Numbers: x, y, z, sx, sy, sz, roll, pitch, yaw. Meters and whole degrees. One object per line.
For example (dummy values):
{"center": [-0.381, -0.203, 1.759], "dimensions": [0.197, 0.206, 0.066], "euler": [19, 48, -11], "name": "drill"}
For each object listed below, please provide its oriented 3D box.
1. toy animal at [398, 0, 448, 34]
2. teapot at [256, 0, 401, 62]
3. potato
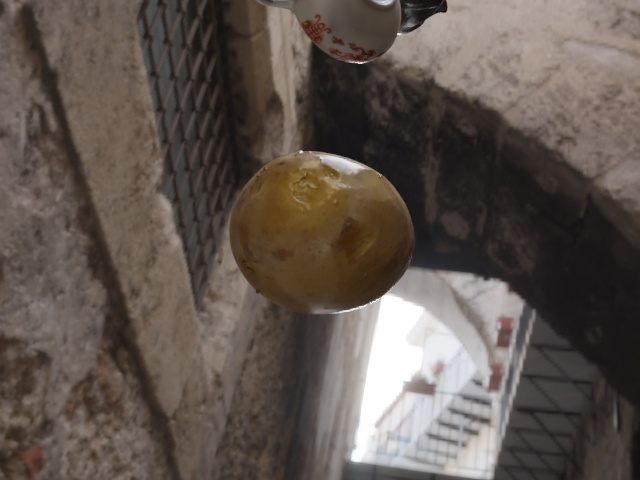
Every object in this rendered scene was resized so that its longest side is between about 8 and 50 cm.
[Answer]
{"center": [0.156, -0.404, 1.499], "dimensions": [0.168, 0.343, 0.106], "euler": [-28, -89, 0], "name": "toy animal"}
{"center": [0.024, -0.303, 1.232], "dimensions": [0.245, 0.159, 0.116], "euler": [8, -13, -36], "name": "teapot"}
{"center": [0.000, 0.000, 0.883], "dimensions": [0.150, 0.146, 0.234], "euler": [34, -6, 21], "name": "potato"}
